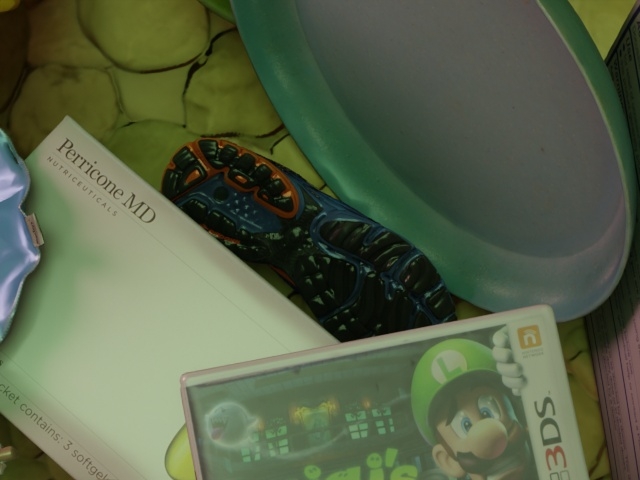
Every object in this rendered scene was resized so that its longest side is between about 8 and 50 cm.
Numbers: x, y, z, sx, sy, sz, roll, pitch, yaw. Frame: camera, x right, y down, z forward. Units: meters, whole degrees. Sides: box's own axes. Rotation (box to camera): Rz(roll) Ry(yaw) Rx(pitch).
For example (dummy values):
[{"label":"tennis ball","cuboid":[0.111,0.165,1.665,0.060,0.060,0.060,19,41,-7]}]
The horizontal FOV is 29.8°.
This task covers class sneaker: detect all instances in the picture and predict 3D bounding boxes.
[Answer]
[{"label":"sneaker","cuboid":[0.000,0.000,0.797,0.221,0.087,0.083,38,102,-7]}]

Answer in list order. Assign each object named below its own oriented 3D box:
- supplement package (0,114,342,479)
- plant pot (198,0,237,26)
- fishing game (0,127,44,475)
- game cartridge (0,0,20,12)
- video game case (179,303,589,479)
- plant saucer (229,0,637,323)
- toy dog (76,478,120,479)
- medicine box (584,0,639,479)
[{"label":"supplement package","cuboid":[-0.082,0.086,0.713,0.262,0.204,0.145,39,80,10]},{"label":"plant pot","cuboid":[0.031,-0.323,0.801,0.274,0.275,0.294,2,60,2]},{"label":"fishing game","cuboid":[-0.235,0.003,0.620,0.189,0.041,0.264,-14,70,5]},{"label":"game cartridge","cuboid":[-0.305,-0.164,0.737,0.285,0.324,0.053,-9,114,0]},{"label":"video game case","cuboid":[0.040,0.133,0.587,0.190,0.022,0.173,-10,83,-7]},{"label":"plant saucer","cuboid":[0.063,-0.089,0.702,0.043,0.317,0.317,-40,79,-21]},{"label":"toy dog","cuboid":[-0.176,0.197,0.574,0.220,0.161,0.334,5,114,-4]},{"label":"medicine box","cuboid":[0.245,0.020,0.677,0.149,0.289,0.264,-6,77,-1]}]
